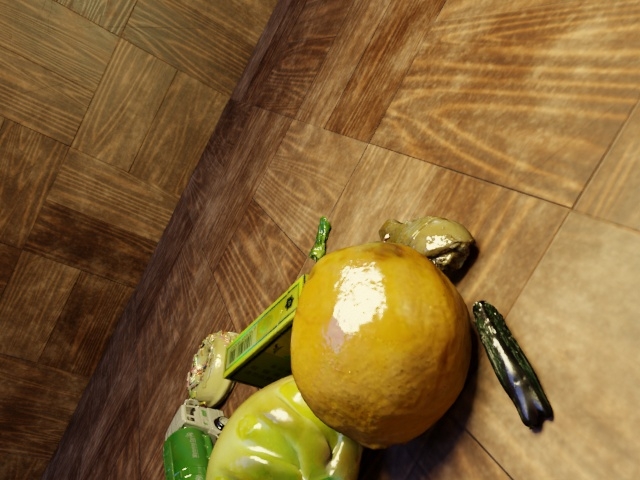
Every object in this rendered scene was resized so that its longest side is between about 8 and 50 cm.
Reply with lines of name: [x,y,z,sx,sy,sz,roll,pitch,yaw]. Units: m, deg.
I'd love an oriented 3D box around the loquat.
loquat: [0.062,0.102,0.556,0.176,0.187,0.234,145,135,-64]

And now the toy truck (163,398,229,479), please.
toy truck: [-0.214,0.391,0.899,0.101,0.125,0.242,-63,25,7]

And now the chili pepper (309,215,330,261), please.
chili pepper: [0.001,0.000,0.953,0.030,0.034,0.091,3,65,27]

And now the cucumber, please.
cucumber: [0.181,0.115,0.500,0.033,0.034,0.134,-46,32,25]

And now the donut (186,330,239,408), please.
donut: [-0.232,0.273,1.100,0.175,0.068,0.174,-42,35,39]

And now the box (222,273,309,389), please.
box: [-0.027,0.148,0.740,0.220,0.141,0.064,-44,32,39]

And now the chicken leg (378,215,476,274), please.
chicken leg: [0.122,0.001,0.678,0.084,0.069,0.198,-63,19,1]

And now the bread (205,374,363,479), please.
bread: [-0.053,0.276,0.628,0.158,0.156,0.260,171,120,-78]
